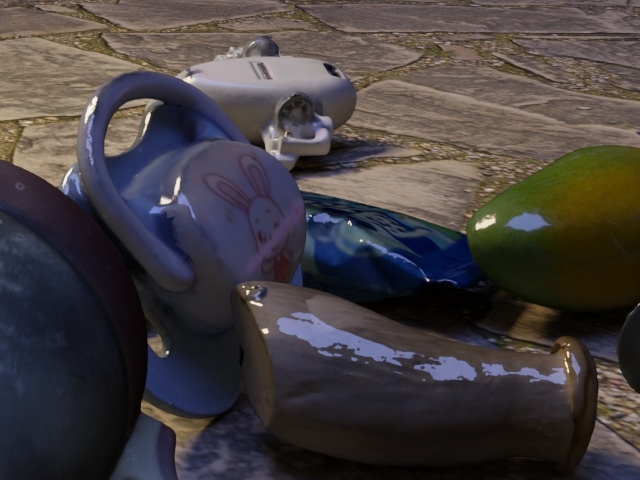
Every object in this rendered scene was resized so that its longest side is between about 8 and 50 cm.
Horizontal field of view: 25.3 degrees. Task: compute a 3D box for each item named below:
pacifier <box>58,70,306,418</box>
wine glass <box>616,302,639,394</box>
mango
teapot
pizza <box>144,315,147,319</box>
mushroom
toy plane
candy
[{"bbox_3d":[-0.136,0.013,1.048,0.225,0.238,0.287,-28,16,28],"label":"pacifier"},{"bbox_3d":[0.260,0.101,0.894,0.093,0.093,0.202,-3,16,-7],"label":"wine glass"},{"bbox_3d":[0.230,-0.011,1.174,0.251,0.114,0.156,-11,49,-45],"label":"mango"},{"bbox_3d":[-0.189,0.133,0.684,0.315,0.233,0.312,26,25,-6],"label":"teapot"},{"bbox_3d":[-0.170,0.050,1.173,0.078,0.025,0.083,-4,28,1],"label":"pizza"},{"bbox_3d":[0.051,0.096,0.913,0.247,0.096,0.108,10,37,9],"label":"mushroom"},{"bbox_3d":[-0.079,-0.154,1.648,0.252,0.118,0.252,4,35,-3],"label":"toy plane"},{"bbox_3d":[0.000,0.000,1.233,0.331,0.077,0.187,13,16,22],"label":"candy"}]
